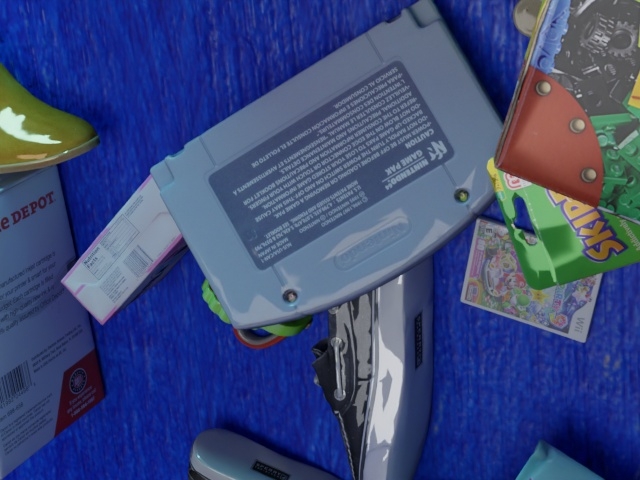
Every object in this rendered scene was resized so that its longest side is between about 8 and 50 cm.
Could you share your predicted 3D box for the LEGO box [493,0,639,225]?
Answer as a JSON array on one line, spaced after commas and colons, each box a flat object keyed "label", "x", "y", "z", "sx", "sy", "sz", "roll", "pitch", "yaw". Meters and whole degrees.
[{"label": "LEGO box", "x": 0.365, "y": -0.129, "z": 0.885, "sx": 0.372, "sy": 0.500, "sz": 0.193, "roll": 23, "pitch": 116, "yaw": 15}]

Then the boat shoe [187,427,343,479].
[{"label": "boat shoe", "x": -0.037, "y": 0.269, "z": 1.514, "sx": 0.219, "sy": 0.078, "sz": 0.070, "roll": 28, "pitch": 132, "yaw": 15}]

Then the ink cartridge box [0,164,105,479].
[{"label": "ink cartridge box", "x": -0.339, "y": 0.075, "z": 1.508, "sx": 0.114, "sy": 0.197, "sz": 0.272, "roll": 2, "pitch": 111, "yaw": 26}]

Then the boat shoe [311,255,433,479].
[{"label": "boat shoe", "x": 0.042, "y": 0.117, "z": 1.389, "sx": 0.102, "sy": 0.108, "sz": 0.301, "roll": 9, "pitch": 112, "yaw": 23}]

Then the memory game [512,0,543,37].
[{"label": "memory game", "x": 0.232, "y": -0.224, "z": 1.208, "sx": 0.186, "sy": 0.012, "sz": 0.186, "roll": 10, "pitch": 114, "yaw": 22}]

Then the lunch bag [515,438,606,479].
[{"label": "lunch bag", "x": 0.222, "y": 0.346, "z": 1.356, "sx": 0.223, "sy": 0.160, "sz": 0.262, "roll": 32, "pitch": 135, "yaw": 11}]

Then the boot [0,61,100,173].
[{"label": "boot", "x": -0.359, "y": -0.181, "z": 1.469, "sx": 0.295, "sy": 0.104, "sz": 0.211, "roll": 5, "pitch": 113, "yaw": 29}]

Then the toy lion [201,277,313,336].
[{"label": "toy lion", "x": -0.060, "y": 0.057, "z": 1.398, "sx": 0.100, "sy": 0.096, "sz": 0.034, "roll": 35, "pitch": 122, "yaw": 9}]

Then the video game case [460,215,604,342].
[{"label": "video game case", "x": 0.191, "y": 0.035, "z": 1.336, "sx": 0.122, "sy": 0.011, "sz": 0.087, "roll": 18, "pitch": 117, "yaw": 19}]

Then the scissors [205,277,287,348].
[{"label": "scissors", "x": 0.000, "y": 0.000, "z": 1.416, "sx": 0.297, "sy": 0.021, "sz": 0.109, "roll": -39, "pitch": 89, "yaw": 32}]

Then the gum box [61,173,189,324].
[{"label": "gum box", "x": -0.162, "y": -0.006, "z": 1.439, "sx": 0.062, "sy": 0.107, "sz": 0.188, "roll": 47, "pitch": 123, "yaw": 3}]

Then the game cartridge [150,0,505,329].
[{"label": "game cartridge", "x": 0.019, "y": -0.053, "z": 1.290, "sx": 0.294, "sy": 0.060, "sz": 0.196, "roll": -30, "pitch": 79, "yaw": 11}]

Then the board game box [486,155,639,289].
[{"label": "board game box", "x": 0.275, "y": -0.052, "z": 1.203, "sx": 0.259, "sy": 0.039, "sz": 0.124, "roll": -18, "pitch": 102, "yaw": 11}]
